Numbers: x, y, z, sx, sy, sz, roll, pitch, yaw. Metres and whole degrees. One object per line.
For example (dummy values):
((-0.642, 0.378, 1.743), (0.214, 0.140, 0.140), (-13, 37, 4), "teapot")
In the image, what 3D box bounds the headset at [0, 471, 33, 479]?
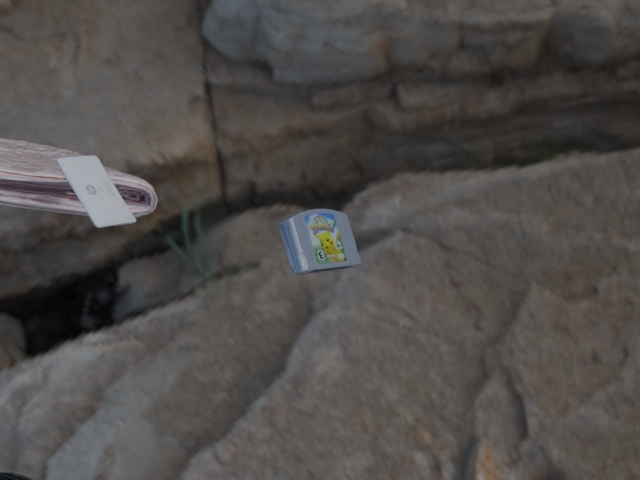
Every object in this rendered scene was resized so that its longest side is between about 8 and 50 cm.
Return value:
((-0.261, 0.278, 1.011), (0.394, 0.243, 0.185), (26, 101, -2), "headset")

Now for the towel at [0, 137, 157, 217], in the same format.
((-0.382, -0.086, 1.564), (0.332, 0.317, 0.053), (21, 102, 57), "towel")

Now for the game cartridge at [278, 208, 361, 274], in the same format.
((0.000, 0.000, 1.267), (0.017, 0.083, 0.056), (-28, 76, 39), "game cartridge")

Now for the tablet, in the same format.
((-0.217, -0.048, 1.399), (0.006, 0.054, 0.083), (-46, 69, 33), "tablet")
